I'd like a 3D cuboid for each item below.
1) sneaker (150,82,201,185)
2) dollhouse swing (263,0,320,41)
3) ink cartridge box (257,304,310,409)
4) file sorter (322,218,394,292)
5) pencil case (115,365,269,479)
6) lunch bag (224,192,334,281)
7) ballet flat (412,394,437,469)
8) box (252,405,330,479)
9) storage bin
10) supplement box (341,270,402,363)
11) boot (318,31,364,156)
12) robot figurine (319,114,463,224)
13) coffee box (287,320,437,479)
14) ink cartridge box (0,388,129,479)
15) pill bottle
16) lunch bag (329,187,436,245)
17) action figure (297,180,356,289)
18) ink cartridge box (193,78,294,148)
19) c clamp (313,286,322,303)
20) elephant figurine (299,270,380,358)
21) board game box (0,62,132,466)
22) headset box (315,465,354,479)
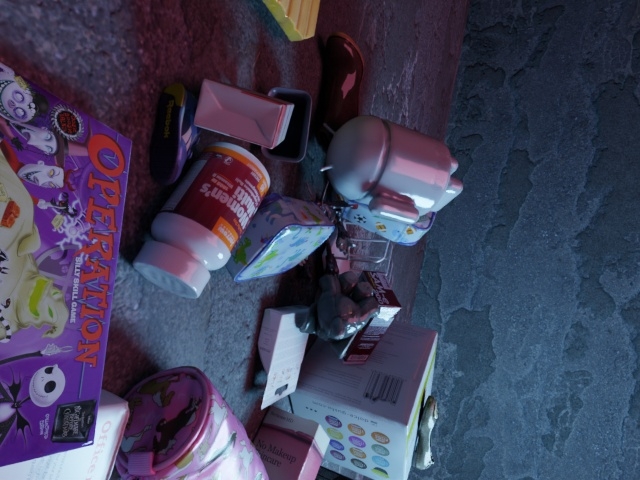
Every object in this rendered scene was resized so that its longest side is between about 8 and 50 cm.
[{"bbox_3d":[-0.202,-0.147,0.593,0.059,0.053,0.144,15,87,-68],"label":"sneaker"},{"bbox_3d":[0.034,-0.572,0.679,0.347,0.316,0.304,30,52,-65],"label":"dollhouse swing"},{"bbox_3d":[-0.095,0.275,1.012,0.181,0.056,0.224,14,91,-66],"label":"ink cartridge box"},{"bbox_3d":[0.126,0.101,1.244,0.192,0.173,0.277,-65,153,-49],"label":"file sorter"},{"bbox_3d":[-0.198,0.377,0.695,0.167,0.160,0.385,-29,135,-17],"label":"pencil case"},{"bbox_3d":[-0.085,-0.001,0.792,0.176,0.090,0.219,-45,163,21],"label":"lunch bag"},{"bbox_3d":[0.310,0.556,1.177,0.084,0.058,0.249,-29,127,-61],"label":"ballet flat"},{"bbox_3d":[-0.095,0.554,1.000,0.126,0.149,0.232,72,36,-46],"label":"box"},{"bbox_3d":[-0.073,-0.223,0.818,0.091,0.099,0.135,-113,-149,-83],"label":"storage bin"},{"bbox_3d":[0.117,0.211,1.110,0.130,0.073,0.239,-111,-143,-48],"label":"supplement box"},{"bbox_3d":[0.043,-0.344,1.004,0.248,0.090,0.206,65,40,-58],"label":"boot"},{"bbox_3d":[0.164,-0.175,0.981,0.199,0.354,0.299,128,-33,-49],"label":"robot figurine"},{"bbox_3d":[0.144,0.466,1.260,0.338,0.338,0.334,-52,145,-47],"label":"coffee box"},{"bbox_3d":[-0.331,0.243,0.424,0.218,0.092,0.158,34,68,-62],"label":"ink cartridge box"},{"bbox_3d":[-0.174,-0.032,0.619,0.221,0.121,0.121,-66,153,-28],"label":"pill bottle"},{"bbox_3d":[0.195,-0.133,1.172,0.115,0.304,0.243,115,0,-57],"label":"lunch bag"},{"bbox_3d":[0.000,0.000,0.972,0.140,0.164,0.275,-102,-173,-46],"label":"action figure"},{"bbox_3d":[-0.108,-0.199,0.645,0.198,0.116,0.067,-84,-169,-72],"label":"ink cartridge box"},{"bbox_3d":[0.016,0.179,1.247,0.137,0.022,0.160,-32,128,-59],"label":"c clamp"},{"bbox_3d":[0.035,0.205,1.019,0.186,0.169,0.239,-6,142,-33],"label":"elephant figurine"},{"bbox_3d":[-0.285,0.019,0.376,0.208,0.056,0.346,40,47,-68],"label":"board game box"},{"bbox_3d":[-0.002,0.777,1.216,0.110,0.218,0.293,-56,146,-42],"label":"headset box"}]
